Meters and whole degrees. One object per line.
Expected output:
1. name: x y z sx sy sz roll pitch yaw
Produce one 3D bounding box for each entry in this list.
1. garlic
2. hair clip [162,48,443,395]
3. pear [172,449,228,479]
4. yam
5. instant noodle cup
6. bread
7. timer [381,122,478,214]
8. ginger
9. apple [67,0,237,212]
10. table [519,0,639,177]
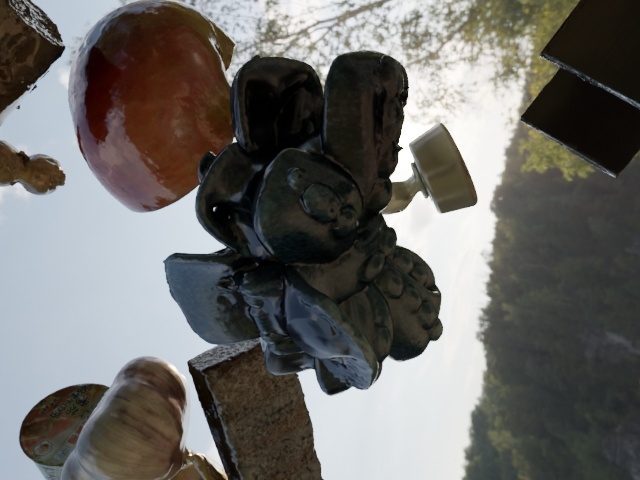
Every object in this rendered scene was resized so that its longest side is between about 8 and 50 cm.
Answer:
1. garlic: -0.254 0.339 0.789 0.245 0.253 0.245 -61 -1 -3
2. hair clip: -0.002 0.006 0.422 0.206 0.195 0.310 -50 -45 -39
3. pear: -0.325 0.597 1.092 0.271 0.271 0.271 -29 -57 -57
4. yam: -0.398 -0.179 0.538 0.238 0.128 0.129 -49 -35 -4
5. instant noodle cup: -0.512 0.428 1.051 0.205 0.205 0.153 -46 -28 -48
6. bread: -0.089 0.357 0.849 0.165 0.113 0.416 -28 -69 -38
7. timer: 0.152 -0.096 0.974 0.175 0.266 0.175 60 -167 -24
8. ginger: -0.550 -0.133 0.838 0.204 0.104 0.080 16 -77 -46
9. apple: -0.244 -0.202 0.659 0.163 0.251 0.293 37 -147 -45
10. table: 0.455 -0.271 0.677 0.282 0.196 0.250 -52 -17 4
